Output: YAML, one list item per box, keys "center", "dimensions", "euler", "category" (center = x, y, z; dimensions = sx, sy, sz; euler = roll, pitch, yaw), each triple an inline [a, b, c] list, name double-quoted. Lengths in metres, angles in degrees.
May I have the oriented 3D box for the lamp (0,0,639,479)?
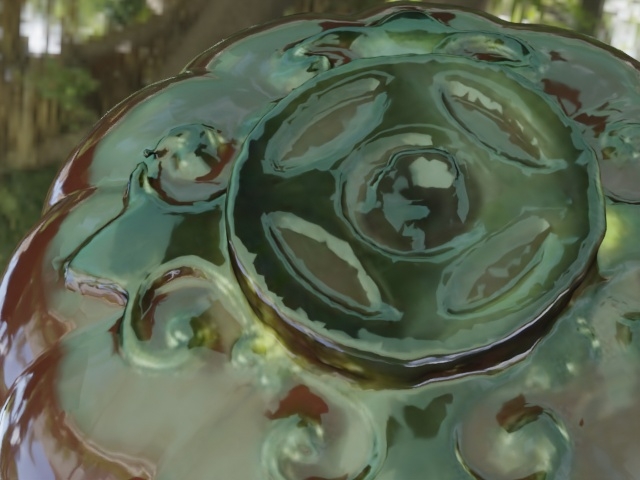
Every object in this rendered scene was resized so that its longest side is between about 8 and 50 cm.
- center: [0.031, 0.054, 0.593]
  dimensions: [0.303, 0.257, 0.303]
  euler: [-1, -124, 2]
  category: "lamp"
